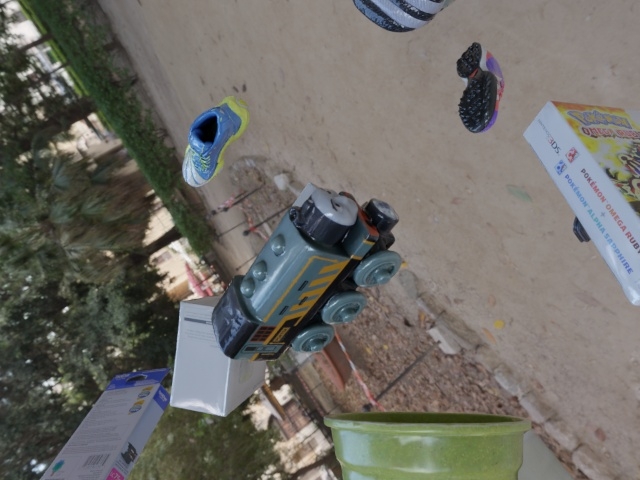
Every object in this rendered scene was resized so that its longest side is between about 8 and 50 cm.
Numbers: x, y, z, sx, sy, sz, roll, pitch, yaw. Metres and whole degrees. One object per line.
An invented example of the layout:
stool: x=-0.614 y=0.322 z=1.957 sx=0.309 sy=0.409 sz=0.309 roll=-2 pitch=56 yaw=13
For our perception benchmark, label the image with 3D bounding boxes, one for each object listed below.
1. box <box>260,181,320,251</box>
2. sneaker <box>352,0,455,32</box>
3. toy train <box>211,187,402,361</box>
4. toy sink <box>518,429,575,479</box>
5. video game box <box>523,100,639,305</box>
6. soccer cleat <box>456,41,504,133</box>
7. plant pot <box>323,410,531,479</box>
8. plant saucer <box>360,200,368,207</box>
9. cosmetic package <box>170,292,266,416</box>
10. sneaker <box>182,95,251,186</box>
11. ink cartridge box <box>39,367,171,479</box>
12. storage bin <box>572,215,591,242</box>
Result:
box: x=0.000 y=0.000 z=0.851 sx=0.119 sy=0.182 sz=0.181 roll=38 pitch=-172 yaw=21
sneaker: x=0.022 y=-0.254 z=0.326 sx=0.223 sy=0.098 sz=0.083 roll=47 pitch=139 yaw=6
toy train: x=-0.025 y=0.063 z=0.618 sx=0.190 sy=0.334 sz=0.142 roll=11 pitch=-142 yaw=-40
toy sink: x=0.437 y=0.496 z=0.744 sx=0.153 sy=0.131 sz=0.234 roll=49 pitch=-175 yaw=-47
video game box: x=0.309 y=-0.039 z=0.349 sx=0.048 sy=0.205 sz=0.187 roll=108 pitch=157 yaw=-50
soccer cleat: x=0.413 y=-0.370 z=1.005 sx=0.116 sy=0.318 sz=0.108 roll=25 pitch=140 yaw=-19
plant pot: x=0.143 y=0.364 z=0.523 sx=0.276 sy=0.276 sz=0.254 roll=96 pitch=174 yaw=-69
plant saucer: x=0.144 y=-0.027 z=1.305 sx=0.198 sy=0.036 sz=0.198 roll=174 pitch=90 yaw=-87
cosmetic package: x=-0.219 y=0.249 z=0.943 sx=0.224 sy=0.138 sz=0.224 roll=8 pitch=-91 yaw=-77
sneaker: x=-0.245 y=-0.194 z=0.832 sx=0.091 sy=0.240 sz=0.126 roll=42 pitch=-149 yaw=0
ink cartridge box: x=-0.460 y=0.428 z=0.893 sx=0.311 sy=0.186 sz=0.065 roll=-75 pitch=-35 yaw=-54
storage bin: x=0.676 y=-0.058 z=0.956 sx=0.098 sy=0.135 sz=0.091 roll=36 pitch=165 yaw=-33
